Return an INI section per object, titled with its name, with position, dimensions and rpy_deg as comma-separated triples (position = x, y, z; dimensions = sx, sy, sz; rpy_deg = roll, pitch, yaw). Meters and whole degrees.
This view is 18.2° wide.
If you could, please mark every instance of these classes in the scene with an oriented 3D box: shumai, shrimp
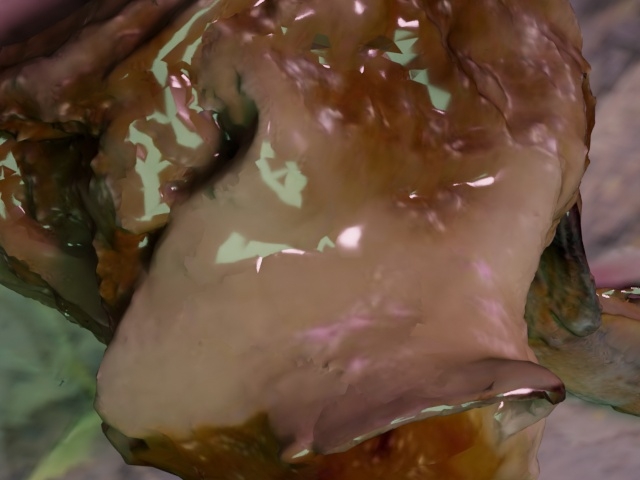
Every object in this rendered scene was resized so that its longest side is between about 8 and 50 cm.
[shumai]
position = 0.002, 0.002, 0.402
dimensions = 0.145, 0.116, 0.145
rpy_deg = -9, 131, -11
[shrimp]
position = 0.123, -0.020, 0.488
dimensions = 0.148, 0.035, 0.195
rpy_deg = 12, 128, -26
